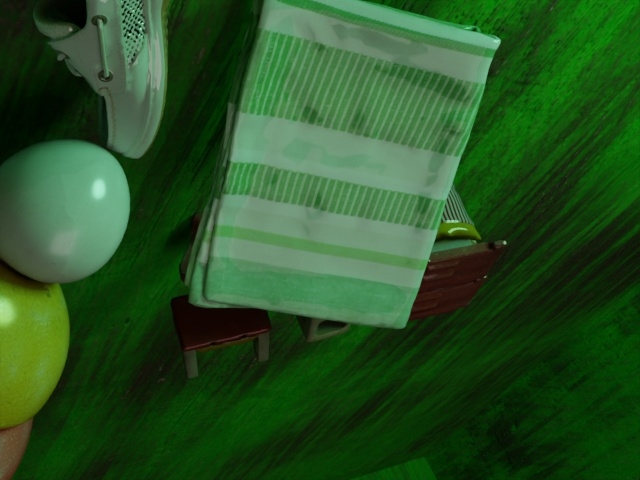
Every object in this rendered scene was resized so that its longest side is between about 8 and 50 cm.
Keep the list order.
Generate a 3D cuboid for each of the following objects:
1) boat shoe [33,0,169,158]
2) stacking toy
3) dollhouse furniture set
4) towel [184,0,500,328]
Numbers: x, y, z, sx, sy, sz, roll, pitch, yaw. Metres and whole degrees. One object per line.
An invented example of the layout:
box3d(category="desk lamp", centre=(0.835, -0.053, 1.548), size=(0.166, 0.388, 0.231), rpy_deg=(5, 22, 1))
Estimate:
box3d(category="boat shoe", centre=(-0.167, -0.171, 0.619), size=(0.096, 0.098, 0.277), rpy_deg=(-9, 143, -23))
box3d(category="stacking toy", centre=(-0.347, 0.091, 0.719), size=(0.480, 0.351, 0.350), rpy_deg=(-48, 149, 10))
box3d(category="dollhouse furniture set", centre=(0.000, 0.000, 0.965), size=(0.373, 0.201, 0.152), rpy_deg=(-12, 150, -17))
box3d(category="towel", centre=(0.017, -0.066, 0.795), size=(0.247, 0.038, 0.325), rpy_deg=(9, 114, -16))
